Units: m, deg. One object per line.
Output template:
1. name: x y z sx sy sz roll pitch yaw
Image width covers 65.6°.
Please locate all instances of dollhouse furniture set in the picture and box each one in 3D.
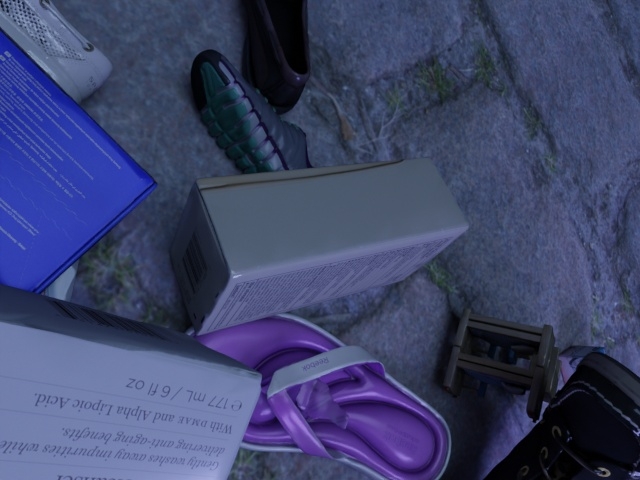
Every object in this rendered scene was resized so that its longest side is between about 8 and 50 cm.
1. dollhouse furniture set: 0.292 0.210 0.781 0.183 0.129 0.129 46 60 -50

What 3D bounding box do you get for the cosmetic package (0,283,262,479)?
1. cosmetic package: -0.225 0.238 0.347 0.217 0.156 0.385 25 80 -39

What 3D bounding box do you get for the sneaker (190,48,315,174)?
1. sneaker: -0.074 -0.143 0.634 0.098 0.083 0.223 -46 117 -38

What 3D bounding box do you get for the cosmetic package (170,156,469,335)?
1. cosmetic package: 0.000 0.000 0.585 0.309 0.160 0.113 -11 66 -33

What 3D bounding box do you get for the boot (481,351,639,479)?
1. boot: 0.275 0.303 0.615 0.284 0.138 0.377 -38 147 -6

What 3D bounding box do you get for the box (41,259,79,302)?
1. box: -0.317 -0.010 0.482 0.159 0.044 0.233 13 76 -27

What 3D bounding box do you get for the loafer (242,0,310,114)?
1. loafer: -0.053 -0.324 0.654 0.109 0.095 0.302 -2 84 -31

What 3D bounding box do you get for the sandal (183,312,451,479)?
1. sandal: 0.019 0.196 0.613 0.416 0.102 0.169 26 68 -23

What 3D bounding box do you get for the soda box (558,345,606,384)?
1. soda box: 0.495 0.287 0.899 0.058 0.063 0.183 -18 92 -32

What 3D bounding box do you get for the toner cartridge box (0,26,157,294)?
1. toner cartridge box: -0.329 -0.114 0.421 0.348 0.075 0.165 47 64 -14

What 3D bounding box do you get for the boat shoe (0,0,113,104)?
1. boat shoe: -0.327 -0.257 0.490 0.277 0.098 0.096 51 61 -24
